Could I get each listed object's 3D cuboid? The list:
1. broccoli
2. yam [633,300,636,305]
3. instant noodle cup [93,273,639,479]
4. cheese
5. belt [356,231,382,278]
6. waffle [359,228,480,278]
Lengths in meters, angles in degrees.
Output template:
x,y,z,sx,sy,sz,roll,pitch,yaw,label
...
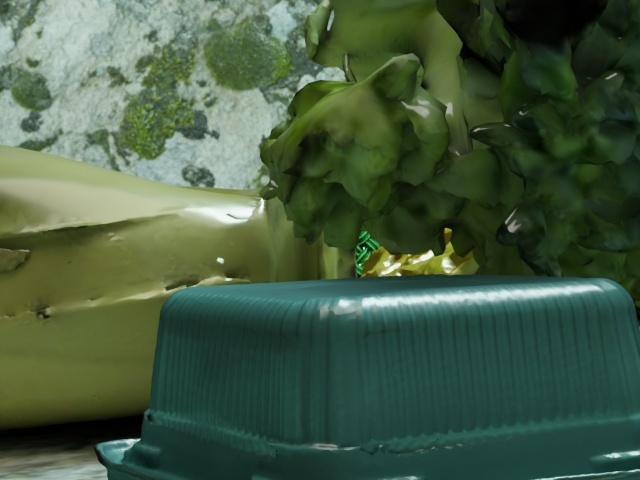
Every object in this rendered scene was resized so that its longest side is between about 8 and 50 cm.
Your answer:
x,y,z,sx,sy,sz,roll,pitch,yaw,label
0.127,-0.104,0.825,0.281,0.293,0.348,4,-11,36,broccoli
0.208,-0.011,1.149,0.107,0.107,0.183,-4,4,14,yam
0.022,0.047,0.631,0.157,0.070,0.179,-4,1,-25,instant noodle cup
-0.150,0.025,0.885,0.316,0.128,0.259,2,-4,7,cheese
0.000,0.000,1.484,0.121,0.079,0.151,-7,3,-32,belt
0.101,-0.023,1.095,0.243,0.058,0.238,-39,8,6,waffle
